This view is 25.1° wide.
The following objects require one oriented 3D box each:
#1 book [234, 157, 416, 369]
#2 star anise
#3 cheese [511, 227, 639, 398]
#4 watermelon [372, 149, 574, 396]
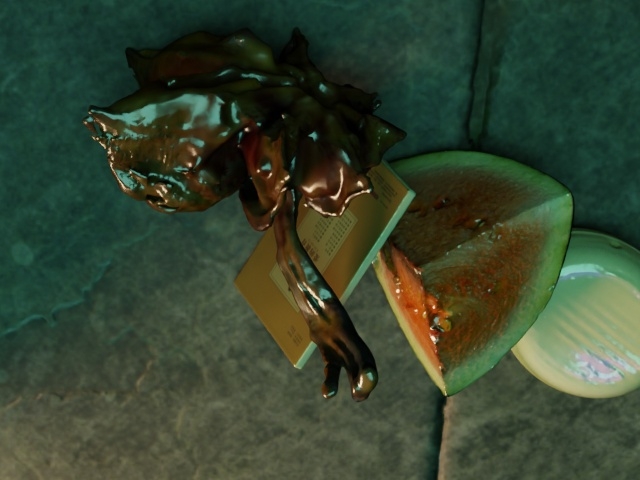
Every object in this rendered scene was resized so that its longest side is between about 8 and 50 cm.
[{"bbox_3d":[0.000,0.000,1.140,0.012,0.118,0.172,17,114,-40],"label":"book"},{"bbox_3d":[-0.040,-0.039,1.049,0.346,0.237,0.148,60,140,18],"label":"star anise"},{"bbox_3d":[0.254,0.086,1.198,0.227,0.064,0.137,37,110,-12],"label":"cheese"},{"bbox_3d":[0.109,0.026,1.142,0.193,0.137,0.145,4,132,28],"label":"watermelon"}]
